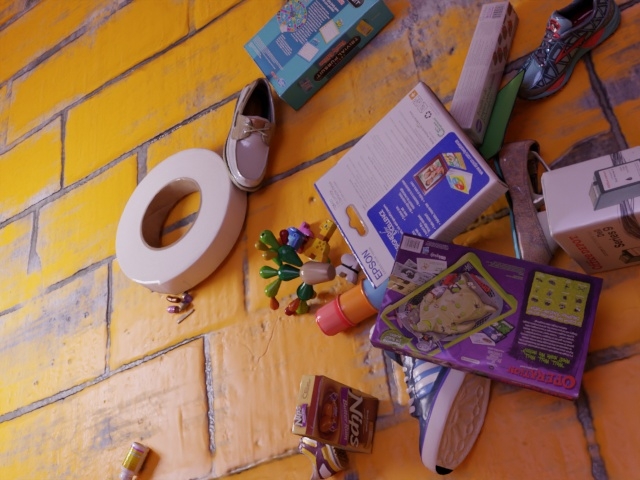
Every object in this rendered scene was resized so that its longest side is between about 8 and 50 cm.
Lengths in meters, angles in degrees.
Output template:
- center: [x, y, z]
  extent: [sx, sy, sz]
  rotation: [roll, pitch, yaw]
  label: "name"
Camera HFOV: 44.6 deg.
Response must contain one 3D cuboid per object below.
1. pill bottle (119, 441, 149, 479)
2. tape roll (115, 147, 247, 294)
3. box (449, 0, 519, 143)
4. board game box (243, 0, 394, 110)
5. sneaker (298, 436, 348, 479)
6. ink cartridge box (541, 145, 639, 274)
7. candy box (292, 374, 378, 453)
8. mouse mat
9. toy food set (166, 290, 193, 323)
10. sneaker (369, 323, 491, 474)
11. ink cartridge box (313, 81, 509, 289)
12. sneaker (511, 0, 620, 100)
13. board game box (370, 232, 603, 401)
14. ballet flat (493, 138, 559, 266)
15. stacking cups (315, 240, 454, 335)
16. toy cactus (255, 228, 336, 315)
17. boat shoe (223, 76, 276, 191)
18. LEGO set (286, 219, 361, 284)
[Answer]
- center: [-0.426, 0.505, 1.779]
  extent: [0.043, 0.043, 0.083]
  rotation: [18, 78, 40]
  label: "pill bottle"
- center: [-0.358, -0.052, 1.983]
  extent: [0.392, 0.072, 0.392]
  rotation: [-18, 55, 27]
  label: "tape roll"
- center: [0.339, -0.352, 1.632]
  extent: [0.067, 0.063, 0.324]
  rotation: [3, 65, 39]
  label: "box"
- center: [-0.011, -0.527, 1.979]
  extent: [0.336, 0.079, 0.254]
  rotation: [-42, 50, 11]
  label: "board game box"
- center: [-0.014, 0.376, 1.530]
  extent: [0.083, 0.069, 0.186]
  rotation: [-31, 52, 13]
  label: "sneaker"
- center: [0.533, -0.056, 1.261]
  extent: [0.289, 0.211, 0.122]
  rotation: [-16, 61, 30]
  label: "ink cartridge box"
- center: [0.032, 0.323, 1.444]
  extent: [0.053, 0.186, 0.109]
  rotation: [-5, 65, 37]
  label: "candy box"
- center: [0.351, -0.235, 1.548]
  extent: [0.152, 0.007, 0.190]
  rotation: [135, 157, -77]
  label: "mouse mat"
- center: [-0.354, 0.141, 1.927]
  extent: [0.078, 0.019, 0.122]
  rotation: [-39, 50, 13]
  label: "toy food set"
- center: [0.181, 0.240, 1.427]
  extent: [0.236, 0.130, 0.323]
  rotation: [6, 73, 43]
  label: "sneaker"
- center: [0.165, -0.105, 1.516]
  extent: [0.307, 0.072, 0.304]
  rotation: [-44, 51, 20]
  label: "ink cartridge box"
- center: [0.464, -0.397, 1.538]
  extent: [0.262, 0.125, 0.104]
  rotation: [-48, 48, 6]
  label: "sneaker"
- center: [0.278, 0.123, 1.320]
  extent: [0.346, 0.056, 0.208]
  rotation: [14, 68, 16]
  label: "board game box"
- center: [0.394, -0.061, 1.437]
  extent: [0.106, 0.107, 0.316]
  rotation: [-17, 60, 20]
  label: "ballet flat"
- center: [0.126, 0.089, 1.558]
  extent: [0.316, 0.096, 0.096]
  rotation: [-29, 53, 21]
  label: "stacking cups"
- center: [-0.046, 0.067, 1.638]
  extent: [0.180, 0.219, 0.112]
  rotation: [-2, 24, 34]
  label: "toy cactus"
- center: [-0.171, -0.268, 1.923]
  extent: [0.103, 0.113, 0.302]
  rotation: [130, 144, -54]
  label: "boat shoe"
- center: [0.000, 0.000, 1.699]
  extent: [0.227, 0.087, 0.093]
  rotation: [28, 86, 40]
  label: "LEGO set"
